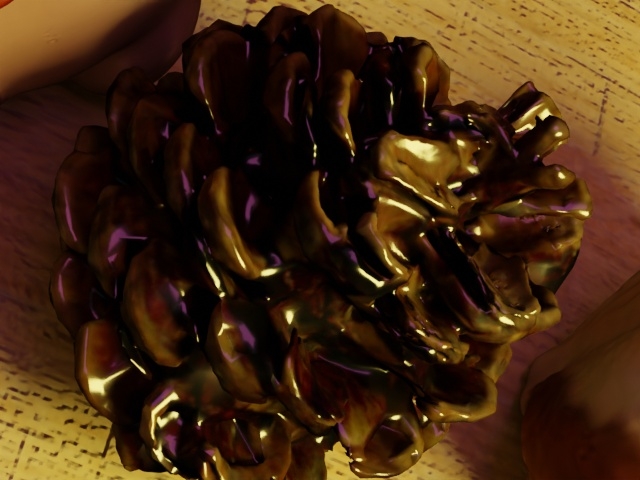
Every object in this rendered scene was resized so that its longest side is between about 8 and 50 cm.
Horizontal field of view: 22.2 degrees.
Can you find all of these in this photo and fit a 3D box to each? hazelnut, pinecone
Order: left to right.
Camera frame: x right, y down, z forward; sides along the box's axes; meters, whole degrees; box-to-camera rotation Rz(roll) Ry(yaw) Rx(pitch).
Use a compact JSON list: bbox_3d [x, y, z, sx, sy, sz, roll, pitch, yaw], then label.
[{"bbox_3d":[-0.009,0.008,0.757,0.243,0.257,0.244,2,86,-33],"label":"pinecone"},{"bbox_3d":[0.221,0.107,0.885,0.261,0.241,0.261,-7,100,-48],"label":"hazelnut"}]

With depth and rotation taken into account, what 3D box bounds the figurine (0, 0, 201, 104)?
[{"bbox_3d":[-0.146,-0.179,0.743,0.269,0.261,0.211,-29,84,-33],"label":"figurine"}]
